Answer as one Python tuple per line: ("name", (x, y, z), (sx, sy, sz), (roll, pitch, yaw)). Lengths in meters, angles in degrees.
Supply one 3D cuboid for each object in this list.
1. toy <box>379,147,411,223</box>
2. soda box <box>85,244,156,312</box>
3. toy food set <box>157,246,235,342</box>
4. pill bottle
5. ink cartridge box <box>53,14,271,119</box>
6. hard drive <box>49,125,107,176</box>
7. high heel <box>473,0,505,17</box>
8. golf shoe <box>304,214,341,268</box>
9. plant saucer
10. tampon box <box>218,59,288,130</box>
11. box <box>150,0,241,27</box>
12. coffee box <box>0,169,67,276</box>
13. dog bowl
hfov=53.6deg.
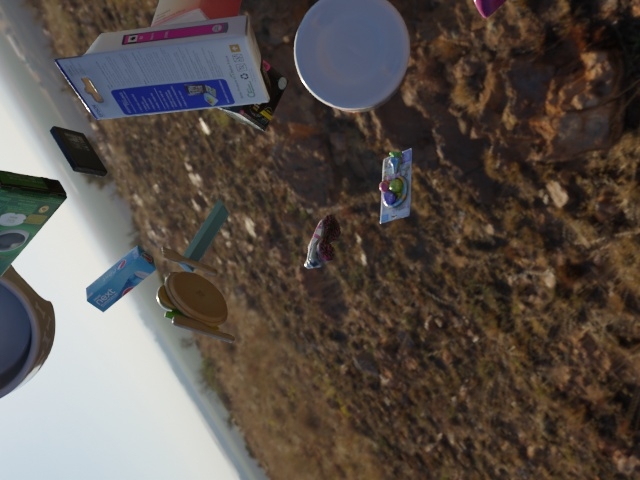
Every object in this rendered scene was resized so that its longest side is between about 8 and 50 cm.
("toy", (0.237, -0.187, 2.109), (0.137, 0.056, 0.237), (-15, 62, 51))
("soda box", (-0.591, 0.114, 1.873), (0.071, 0.210, 0.067), (48, -175, -37))
("toy food set", (-0.217, 0.101, 1.071), (0.132, 0.038, 0.192), (26, -155, -34))
("pill bottle", (0.056, -0.282, 0.991), (0.161, 0.161, 0.283), (60, -170, -5))
("ink cartridge box", (-0.295, -0.325, 1.221), (0.176, 0.371, 0.069), (72, -167, -59))
("hard drive", (-0.578, -0.212, 1.515), (0.135, 0.022, 0.094), (53, -160, 21))
("high heel", (0.377, -0.486, 1.109), (0.082, 0.244, 0.117), (-128, 15, -63))
("golf shoe", (0.000, 0.000, 1.711), (0.086, 0.186, 0.067), (-30, 115, 34))
("plant saucer", (-0.287, -0.009, 1.581), (0.018, 0.192, 0.067), (23, 161, 21))
("tampon box", (-0.186, -0.406, 1.745), (0.101, 0.161, 0.120), (24, 178, 37))
("box", (-0.284, -0.558, 1.493), (0.148, 0.232, 0.127), (-11, 147, 27))
("coffee box", (-0.461, -0.021, 0.898), (0.040, 0.184, 0.113), (54, -159, 20))
("dog bowl", (-0.748, 0.194, 1.332), (0.349, 0.349, 0.102), (63, 170, -15))
